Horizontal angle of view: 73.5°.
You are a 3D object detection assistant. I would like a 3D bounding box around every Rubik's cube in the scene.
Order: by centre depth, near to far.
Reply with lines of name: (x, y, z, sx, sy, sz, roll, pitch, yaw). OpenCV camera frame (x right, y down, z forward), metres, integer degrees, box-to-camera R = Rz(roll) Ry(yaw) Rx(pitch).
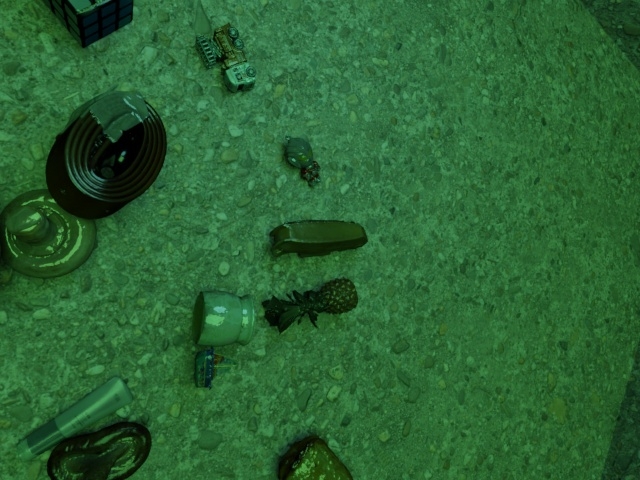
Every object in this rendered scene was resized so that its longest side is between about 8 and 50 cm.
Rubik's cube: (-0.580, -0.613, 1.063, 0.160, 0.162, 0.163, -43, 102, -22)

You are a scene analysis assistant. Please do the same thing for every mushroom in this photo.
mushroom: (-0.497, 0.526, 0.974, 0.227, 0.217, 0.148, -18, 100, -24)
mushroom: (-0.622, -0.024, 0.985, 0.206, 0.209, 0.206, 23, 53, -34)

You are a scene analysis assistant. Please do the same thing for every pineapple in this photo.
pineapple: (-0.028, 0.185, 1.278, 0.277, 0.119, 0.130, -15, 111, -23)

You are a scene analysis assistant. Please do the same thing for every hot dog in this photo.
hot dog: (-0.011, 0.692, 1.246, 0.175, 0.114, 0.259, -44, 105, -26)

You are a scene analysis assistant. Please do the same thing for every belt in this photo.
belt: (-0.504, -0.211, 1.026, 0.217, 0.122, 0.338, 39, 45, -34)

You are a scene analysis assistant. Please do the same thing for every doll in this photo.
doll: (-0.052, -0.251, 1.325, 0.094, 0.079, 0.180, -42, 115, -22)

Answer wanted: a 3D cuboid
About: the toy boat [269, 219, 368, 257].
toy boat: (0.000, 0.000, 1.299, 0.321, 0.121, 0.089, -3, 63, -25)

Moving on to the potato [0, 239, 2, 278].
potato: (-0.795, -0.011, 0.792, 0.319, 0.385, 0.442, -6, 83, -25)

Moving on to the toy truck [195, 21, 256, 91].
toy truck: (-0.269, -0.518, 1.242, 0.115, 0.080, 0.177, -29, 97, -19)

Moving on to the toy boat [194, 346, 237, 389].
toy boat: (-0.273, 0.325, 1.121, 0.110, 0.175, 0.091, 0, 52, -17)

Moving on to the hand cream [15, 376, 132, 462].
hand cream: (-0.590, 0.432, 1.038, 0.255, 0.048, 0.079, -31, 107, -25)

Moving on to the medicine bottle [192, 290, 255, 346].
medicine bottle: (-0.259, 0.210, 1.150, 0.143, 0.147, 0.147, 9, 82, -27)
